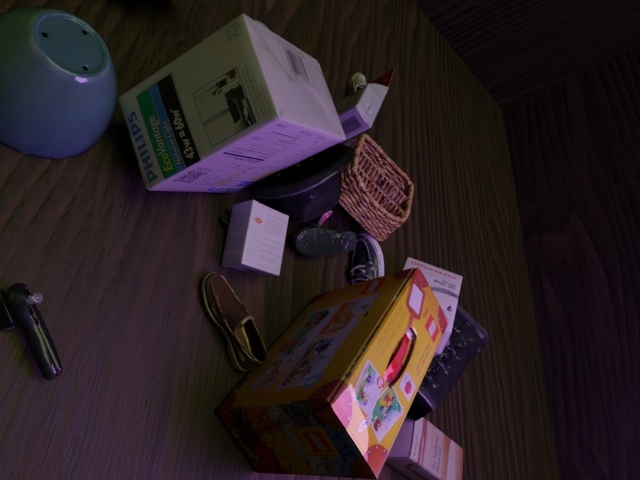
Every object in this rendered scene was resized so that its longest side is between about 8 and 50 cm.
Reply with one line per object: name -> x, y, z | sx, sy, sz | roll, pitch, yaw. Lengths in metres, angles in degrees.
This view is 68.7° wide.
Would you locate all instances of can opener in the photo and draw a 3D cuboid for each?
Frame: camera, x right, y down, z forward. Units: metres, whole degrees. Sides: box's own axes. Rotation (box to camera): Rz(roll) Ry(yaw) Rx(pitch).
can opener -> -0.513, 0.162, 0.837 | 0.059, 0.073, 0.186 | -112, 177, -81

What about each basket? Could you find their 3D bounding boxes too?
basket -> 0.182, -0.172, 1.579 | 0.299, 0.223, 0.213 | 42, 14, -26

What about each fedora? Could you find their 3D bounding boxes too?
fedora -> -0.035, -0.156, 1.357 | 0.334, 0.333, 0.153 | -52, 130, -46

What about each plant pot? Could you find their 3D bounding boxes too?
plant pot -> -0.525, -0.334, 0.923 | 0.290, 0.195, 0.291 | 23, 57, -42

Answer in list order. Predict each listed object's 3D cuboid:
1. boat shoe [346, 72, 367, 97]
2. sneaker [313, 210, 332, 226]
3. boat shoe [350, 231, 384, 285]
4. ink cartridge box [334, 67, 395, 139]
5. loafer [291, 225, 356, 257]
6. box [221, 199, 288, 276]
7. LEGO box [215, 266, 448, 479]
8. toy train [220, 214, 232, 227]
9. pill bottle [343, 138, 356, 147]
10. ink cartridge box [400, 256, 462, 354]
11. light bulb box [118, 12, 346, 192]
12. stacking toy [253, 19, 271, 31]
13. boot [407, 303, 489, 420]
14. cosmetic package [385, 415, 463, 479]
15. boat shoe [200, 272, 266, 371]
boat shoe -> 0.158, -0.604, 1.907 | 0.096, 0.088, 0.268 | 44, 46, -27
sneaker -> -0.013, -0.091, 1.460 | 0.075, 0.063, 0.170 | 45, -1, -8
boat shoe -> 0.146, 0.118, 1.569 | 0.102, 0.108, 0.302 | 4, 78, -49
ink cartridge box -> 0.070, -0.446, 1.563 | 0.091, 0.308, 0.385 | 47, 43, -26
loafer -> 0.000, 0.000, 1.485 | 0.267, 0.084, 0.096 | 2, 105, -45
box -> -0.171, -0.002, 1.238 | 0.130, 0.091, 0.171 | 24, 68, -42
LEGO box -> 0.049, 0.306, 1.156 | 0.193, 0.372, 0.500 | 59, 41, -12
toy train -> -0.209, -0.054, 1.292 | 0.158, 0.027, 0.036 | -7, 83, -50
pill bottle -> 0.149, -0.257, 1.721 | 0.208, 0.119, 0.119 | 47, 44, -24
ink cartridge box -> 0.334, 0.203, 1.536 | 0.207, 0.117, 0.283 | 20, 39, 11
light bulb box -> -0.190, -0.280, 1.095 | 0.358, 0.360, 0.226 | -11, 81, -66
stacking toy -> -0.146, -0.535, 1.497 | 0.279, 0.130, 0.309 | 12, 65, -45
boot -> 0.324, 0.338, 1.581 | 0.367, 0.146, 0.445 | 37, 45, 25
cosmetic package -> 0.325, 0.678, 1.498 | 0.296, 0.129, 0.153 | 42, 46, -28
boat shoe -> -0.200, 0.191, 1.140 | 0.095, 0.095, 0.258 | -30, 97, -50
